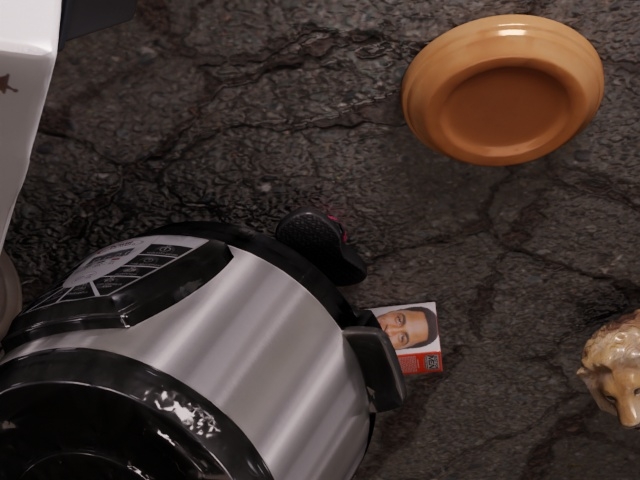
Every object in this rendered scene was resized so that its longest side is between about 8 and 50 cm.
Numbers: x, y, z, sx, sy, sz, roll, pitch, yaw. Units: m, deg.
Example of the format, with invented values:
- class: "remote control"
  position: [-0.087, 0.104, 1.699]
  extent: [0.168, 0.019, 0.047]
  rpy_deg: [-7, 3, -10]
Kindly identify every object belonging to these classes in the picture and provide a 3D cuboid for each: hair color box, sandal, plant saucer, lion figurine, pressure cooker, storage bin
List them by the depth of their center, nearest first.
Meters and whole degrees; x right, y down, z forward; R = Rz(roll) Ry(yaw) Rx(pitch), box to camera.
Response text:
- class: "storage bin"
  position: [-0.209, -0.240, 1.656]
  extent: [0.091, 0.098, 0.135]
  rpy_deg: [-17, 148, -29]
- class: "plant saucer"
  position: [0.178, -0.136, 1.846]
  extent: [0.200, 0.037, 0.200]
  rpy_deg: [-2, 142, -1]
- class: "pressure cooker"
  position: [-0.145, 0.186, 1.940]
  extent: [0.370, 0.420, 0.375]
  rpy_deg: [32, 123, 5]
- class: "sandal"
  position: [0.000, 0.000, 2.006]
  extent: [0.067, 0.040, 0.179]
  rpy_deg: [-10, 155, 17]
- class: "lion figurine"
  position: [0.492, 0.100, 2.109]
  extent: [0.392, 0.142, 0.240]
  rpy_deg: [-35, 125, 14]
- class: "hair color box"
  position: [0.062, 0.114, 2.118]
  extent: [0.141, 0.072, 0.043]
  rpy_deg: [-6, 141, 2]

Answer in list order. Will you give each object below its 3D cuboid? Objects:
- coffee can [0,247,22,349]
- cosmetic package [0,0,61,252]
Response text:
- class: "coffee can"
  position: [-0.446, 0.123, 1.987]
  extent: [0.202, 0.201, 0.275]
  rpy_deg: [13, 138, -19]
- class: "cosmetic package"
  position: [-0.277, -0.228, 1.367]
  extent: [0.162, 0.453, 0.230]
  rpy_deg: [9, 139, -15]
